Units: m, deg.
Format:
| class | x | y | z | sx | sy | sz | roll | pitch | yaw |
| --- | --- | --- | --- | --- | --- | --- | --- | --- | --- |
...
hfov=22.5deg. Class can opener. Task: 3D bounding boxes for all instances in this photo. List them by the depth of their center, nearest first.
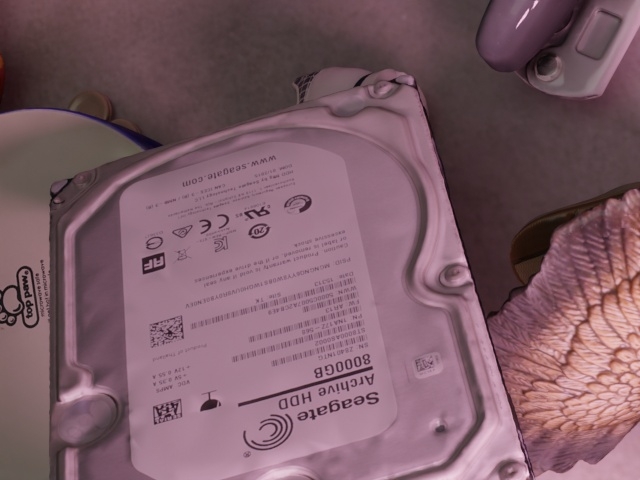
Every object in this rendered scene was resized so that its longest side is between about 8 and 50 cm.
| class | x | y | z | sx | sy | sz | roll | pitch | yaw |
| --- | --- | --- | --- | --- | --- | --- | --- | --- | --- |
| can opener | 0.199 | -0.214 | 0.999 | 0.074 | 0.093 | 0.280 | 30 | 87 | 28 |

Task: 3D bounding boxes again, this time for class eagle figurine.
| class | x | y | z | sx | sy | sz | roll | pitch | yaw |
| --- | --- | --- | --- | --- | --- | --- | --- | --- | --- |
| eagle figurine | 0.217 | 0.049 | 0.852 | 0.225 | 0.226 | 0.298 | 22 | 102 | -14 |

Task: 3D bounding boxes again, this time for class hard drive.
| class | x | y | z | sx | sy | sz | roll | pitch | yaw |
| --- | --- | --- | --- | --- | --- | --- | --- | --- | --- |
| hard drive | -0.028 | 0.057 | 0.859 | 0.237 | 0.064 | 0.339 | -16 | 42 | 6 |

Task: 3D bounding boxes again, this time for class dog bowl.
| class | x | y | z | sx | sy | sz | roll | pitch | yaw |
| --- | --- | --- | --- | --- | --- | --- | --- | --- | --- |
| dog bowl | -0.178 | 0.047 | 1.085 | 0.265 | 0.104 | 0.264 | -3 | 81 | 18 |

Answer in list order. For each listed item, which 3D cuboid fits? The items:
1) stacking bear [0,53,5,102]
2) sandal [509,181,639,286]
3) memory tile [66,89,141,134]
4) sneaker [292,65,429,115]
| class | x | y | z | sx | sy | sz | roll | pitch | yaw |
| --- | --- | --- | --- | --- | --- | --- | --- | --- | --- |
| stacking bear | -0.327 | -0.190 | 1.205 | 0.164 | 0.175 | 0.289 | -29 | 75 | 15 |
| sandal | 0.204 | -0.006 | 0.964 | 0.180 | 0.049 | 0.072 | -10 | 100 | 16 |
| memory tile | -0.157 | -0.030 | 1.163 | 0.148 | 0.012 | 0.113 | 42 | 98 | 26 |
| sneaker | 0.000 | 0.000 | 1.052 | 0.095 | 0.090 | 0.235 | 7 | 77 | 38 |
